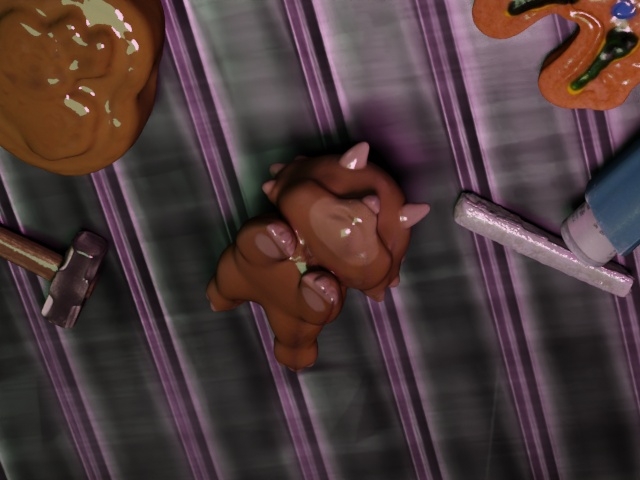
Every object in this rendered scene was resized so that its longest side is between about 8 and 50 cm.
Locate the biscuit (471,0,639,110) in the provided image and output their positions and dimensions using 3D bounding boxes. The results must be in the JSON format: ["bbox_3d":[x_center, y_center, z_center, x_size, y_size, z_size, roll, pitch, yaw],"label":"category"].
[{"bbox_3d":[0.307,-0.260,1.853,0.334,0.047,0.202,-35,107,27],"label":"biscuit"}]

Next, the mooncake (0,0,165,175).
[{"bbox_3d":[-0.276,-0.188,1.995,0.235,0.117,0.235,6,123,8],"label":"mooncake"}]

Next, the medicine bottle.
[{"bbox_3d":[0.358,-0.061,1.937,0.124,0.079,0.258,42,121,-12],"label":"medicine bottle"}]

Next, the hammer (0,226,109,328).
[{"bbox_3d":[-0.415,-0.026,2.169,0.365,0.043,0.111,26,123,0],"label":"hammer"}]

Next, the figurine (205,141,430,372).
[{"bbox_3d":[0.004,0.001,2.016,0.177,0.173,0.247,38,150,13],"label":"figurine"}]

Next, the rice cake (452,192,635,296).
[{"bbox_3d":[0.234,0.006,2.032,0.208,0.033,0.033,25,121,-2],"label":"rice cake"}]
